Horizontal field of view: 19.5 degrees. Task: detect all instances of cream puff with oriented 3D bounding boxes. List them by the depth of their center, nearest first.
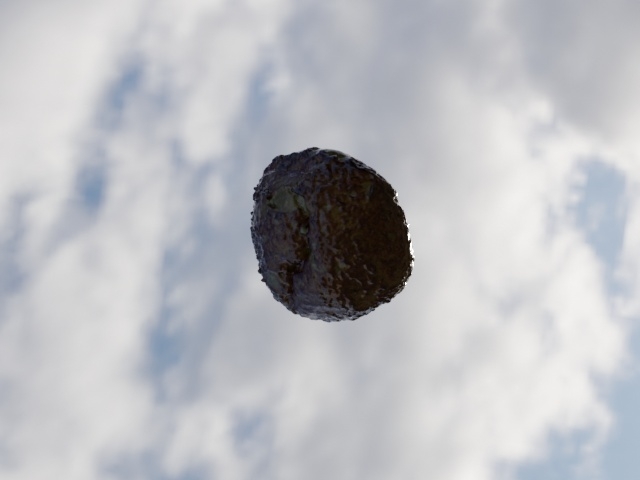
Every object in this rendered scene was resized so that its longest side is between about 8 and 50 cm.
[{"bbox_3d":[0.000,0.000,1.458,0.084,0.149,0.149,-39,-51,-46],"label":"cream puff"}]
